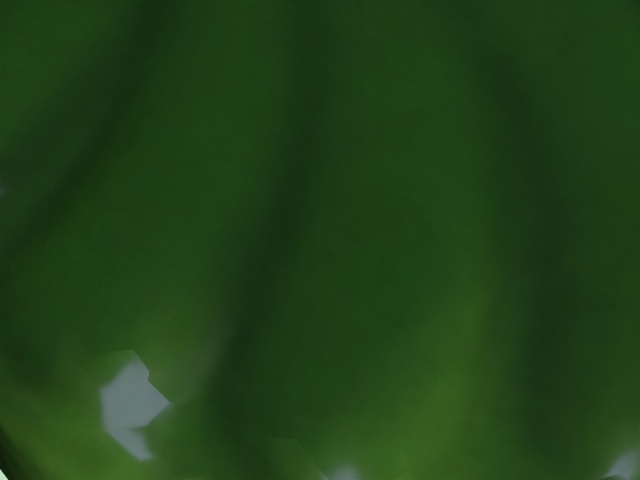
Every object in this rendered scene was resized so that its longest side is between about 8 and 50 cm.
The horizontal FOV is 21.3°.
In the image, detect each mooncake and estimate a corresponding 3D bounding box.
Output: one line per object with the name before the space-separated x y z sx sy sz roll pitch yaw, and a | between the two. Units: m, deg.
mooncake | 0.021 -0.052 0.491 0.351 0.351 0.187 1 159 -5
